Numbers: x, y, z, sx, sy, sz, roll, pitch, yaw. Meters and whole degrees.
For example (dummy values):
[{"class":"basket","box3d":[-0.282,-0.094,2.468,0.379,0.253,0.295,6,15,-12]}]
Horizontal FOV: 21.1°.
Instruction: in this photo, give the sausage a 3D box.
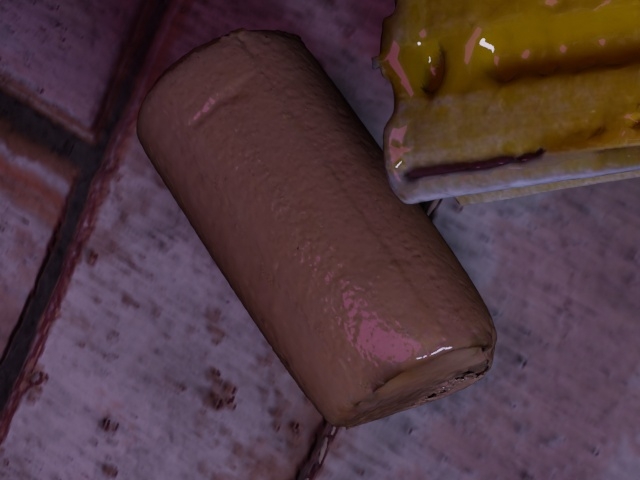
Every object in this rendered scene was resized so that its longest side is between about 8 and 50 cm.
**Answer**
[{"class":"sausage","box3d":[0.000,0.000,1.017,0.123,0.123,0.253,-44,61,19]}]

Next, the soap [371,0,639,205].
[{"class":"soap","box3d":[0.172,-0.153,0.918,0.281,0.143,0.259,-6,75,32]}]
